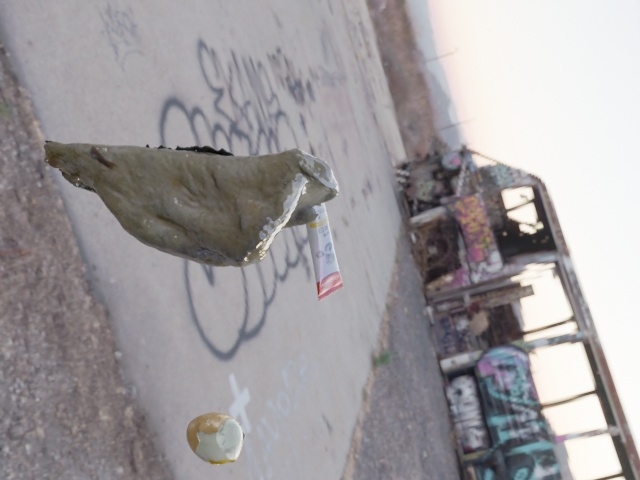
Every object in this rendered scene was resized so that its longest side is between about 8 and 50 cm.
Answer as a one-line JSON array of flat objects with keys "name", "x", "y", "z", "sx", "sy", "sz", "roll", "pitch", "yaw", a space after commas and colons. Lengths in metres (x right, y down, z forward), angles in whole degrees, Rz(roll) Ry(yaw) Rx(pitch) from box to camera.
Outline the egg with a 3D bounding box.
[{"name": "egg", "x": -0.150, "y": 0.278, "z": 1.132, "sx": 0.071, "sy": 0.083, "sz": 0.071, "roll": 11, "pitch": 90, "yaw": -83}]

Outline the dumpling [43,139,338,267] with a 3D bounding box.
[{"name": "dumpling", "x": -0.130, "y": -0.023, "z": 0.812, "sx": 0.086, "sy": 0.332, "sz": 0.166, "roll": -64, "pitch": 149, "yaw": -33}]

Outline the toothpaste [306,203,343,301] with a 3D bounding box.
[{"name": "toothpaste", "x": 0.000, "y": 0.000, "z": 1.156, "sx": 0.031, "sy": 0.048, "sz": 0.190, "roll": 24, "pitch": -46, "yaw": 46}]
